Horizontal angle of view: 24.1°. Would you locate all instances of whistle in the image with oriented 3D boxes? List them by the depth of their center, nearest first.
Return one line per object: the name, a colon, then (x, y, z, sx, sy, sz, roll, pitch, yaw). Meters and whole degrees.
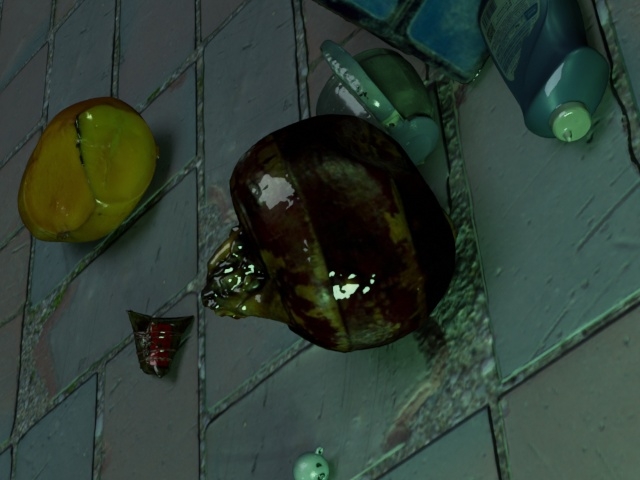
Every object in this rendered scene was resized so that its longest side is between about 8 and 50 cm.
whistle: (-0.020, 0.237, 1.387, 0.035, 0.035, 0.100, 22, 87, 59)

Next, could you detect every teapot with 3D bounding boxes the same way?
teapot: (0.065, -0.131, 1.458, 0.108, 0.111, 0.149, 49, 154, 37)

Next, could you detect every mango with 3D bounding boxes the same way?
mango: (-0.320, -0.085, 1.981, 0.257, 0.138, 0.187, -12, 75, 56)

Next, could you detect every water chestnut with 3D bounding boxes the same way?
water chestnut: (0.000, 0.000, 1.356, 0.238, 0.223, 0.223, -25, 37, -2)

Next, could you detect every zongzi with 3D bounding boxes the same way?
zongzi: (-0.195, 0.108, 1.706, 0.083, 0.073, 0.067, -66, 13, -7)

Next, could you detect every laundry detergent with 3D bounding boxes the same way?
laundry detergent: (0.201, -0.161, 1.338, 0.097, 0.061, 0.206, -42, 37, 26)

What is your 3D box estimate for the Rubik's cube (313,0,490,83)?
Rubik's cube: (0.043, -0.410, 1.484, 0.363, 0.362, 0.359, -57, 34, 11)
